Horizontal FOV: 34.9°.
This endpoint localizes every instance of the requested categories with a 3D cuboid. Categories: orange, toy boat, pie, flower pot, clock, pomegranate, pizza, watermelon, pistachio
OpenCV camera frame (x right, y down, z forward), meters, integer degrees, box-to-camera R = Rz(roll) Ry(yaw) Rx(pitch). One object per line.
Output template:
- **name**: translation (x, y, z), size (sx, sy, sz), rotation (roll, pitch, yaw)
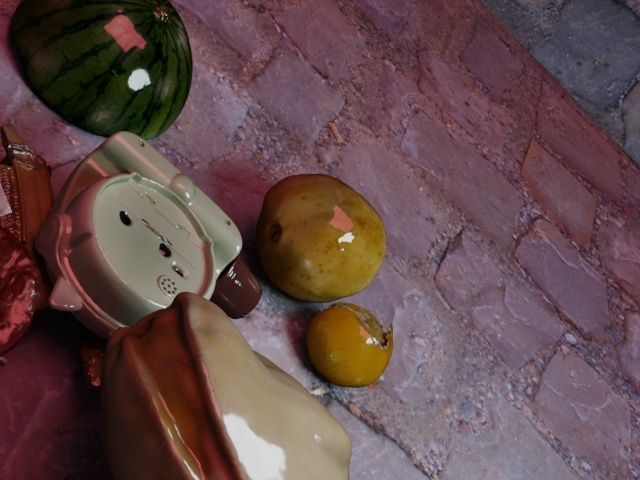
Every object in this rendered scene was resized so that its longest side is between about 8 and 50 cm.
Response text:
- **orange**: translation (0.054, 0.172, 1.714), size (0.157, 0.134, 0.156), rotation (28, 50, -39)
- **toy boat**: translation (-0.433, -0.023, 1.414), size (0.115, 0.089, 0.310), rotation (23, 43, -44)
- **pie**: translation (-0.459, 0.063, 1.275), size (0.219, 0.054, 0.204), rotation (35, 60, 7)
- **flower pot**: translation (-0.145, 0.072, 1.630), size (0.089, 0.111, 0.111), rotation (48, 34, -26)
- **clock**: translation (-0.256, 0.022, 1.424), size (0.265, 0.109, 0.324), rotation (44, 34, -21)
- **pomegranate**: translation (-0.004, -0.001, 1.742), size (0.233, 0.233, 0.233), rotation (27, 42, -27)
- **pizza**: translation (-0.281, 0.141, 1.447), size (0.147, 0.069, 0.226), rotation (32, 38, -36)
- **watermelon**: translation (-0.346, -0.345, 1.724), size (0.331, 0.189, 0.330), rotation (28, 36, -22)
- **pistachio**: translation (-0.116, 0.261, 1.284), size (0.445, 0.281, 0.365), rotation (64, -3, -37)

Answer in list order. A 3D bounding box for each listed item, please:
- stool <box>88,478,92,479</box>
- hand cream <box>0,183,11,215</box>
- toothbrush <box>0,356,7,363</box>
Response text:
- **stool**: translation (-0.309, 0.344, 1.196), size (0.217, 0.121, 0.125), rotation (-20, 72, -47)
- **hand cream**: translation (-0.524, -0.060, 1.254), size (0.248, 0.083, 0.133), rotation (-19, 95, -16)
- **toothbrush**: translation (-0.475, 0.117, 1.312), size (0.162, 0.014, 0.017), rotation (38, 57, -17)
